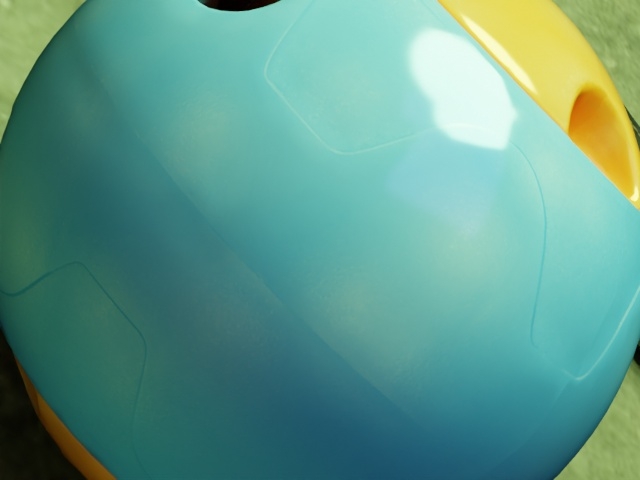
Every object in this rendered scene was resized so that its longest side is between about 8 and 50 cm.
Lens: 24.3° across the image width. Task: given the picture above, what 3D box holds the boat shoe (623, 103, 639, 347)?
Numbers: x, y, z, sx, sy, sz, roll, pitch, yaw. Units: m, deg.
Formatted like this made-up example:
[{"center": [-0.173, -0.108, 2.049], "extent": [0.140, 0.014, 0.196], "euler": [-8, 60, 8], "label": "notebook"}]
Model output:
[{"center": [0.279, 0.023, 1.050], "extent": [0.355, 0.130, 0.132], "euler": [56, 40, -4], "label": "boat shoe"}]

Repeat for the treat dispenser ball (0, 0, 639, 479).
[{"center": [0.000, 0.000, 0.653], "extent": [0.288, 0.288, 0.288], "euler": [25, 51, -34], "label": "treat dispenser ball"}]
